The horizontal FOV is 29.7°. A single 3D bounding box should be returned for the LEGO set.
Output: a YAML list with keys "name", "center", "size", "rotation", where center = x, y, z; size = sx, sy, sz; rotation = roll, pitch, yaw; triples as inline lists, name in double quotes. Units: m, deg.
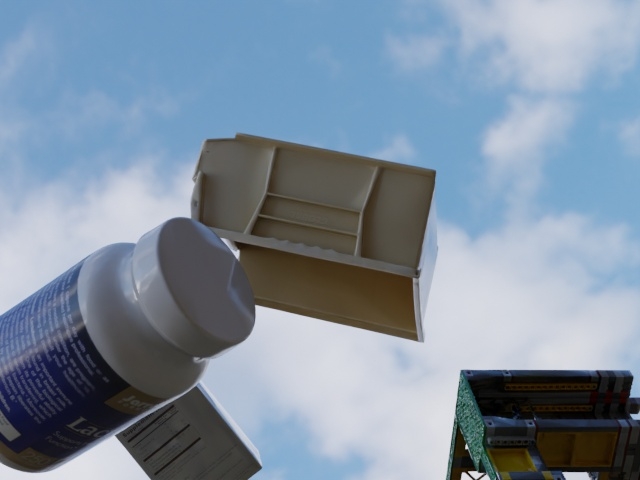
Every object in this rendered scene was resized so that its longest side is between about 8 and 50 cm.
- name: "LEGO set"
  center: [0.228, 0.256, 1.038]
  size: [0.192, 0.331, 0.255]
  rotation: [1, -74, -7]

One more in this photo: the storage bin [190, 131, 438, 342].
- name: "storage bin"
  center: [0.000, 0.000, 1.360]
  size: [0.260, 0.123, 0.262]
  rotation: [11, -17, 10]

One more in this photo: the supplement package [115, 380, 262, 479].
- name: "supplement package"
  center: [-0.211, 0.260, 1.720]
  size: [0.134, 0.139, 0.244]
  rotation: [-39, -86, -4]

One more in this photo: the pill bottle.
- name: "pill bottle"
  center: [-0.195, 0.094, 1.093]
  size: [0.265, 0.153, 0.153]
  rotation: [-32, -42, 27]
